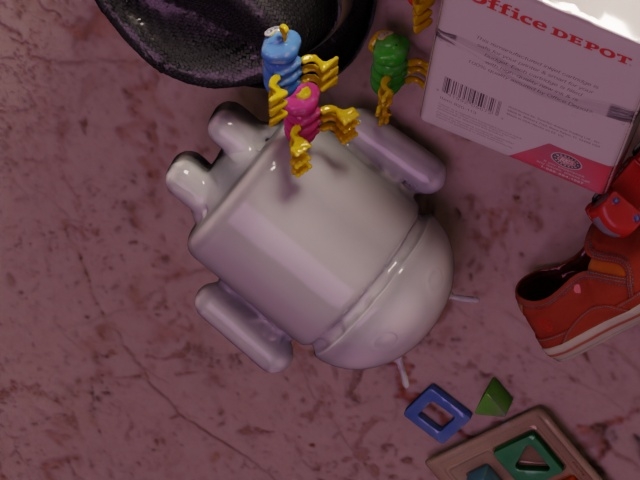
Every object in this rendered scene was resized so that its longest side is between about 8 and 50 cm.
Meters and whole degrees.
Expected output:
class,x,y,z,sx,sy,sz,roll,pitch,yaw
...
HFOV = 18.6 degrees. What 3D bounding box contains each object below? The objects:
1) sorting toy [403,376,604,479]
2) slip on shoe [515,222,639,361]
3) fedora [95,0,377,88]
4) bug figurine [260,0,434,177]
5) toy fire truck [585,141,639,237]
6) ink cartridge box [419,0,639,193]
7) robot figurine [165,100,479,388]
class,x,y,z,sx,sy,sz,roll,pitch,yaw
sorting toy,0.242,0.303,2.318,0.196,0.047,0.348,-30,109,37
slip on shoe,0.324,0.017,2.030,0.101,0.123,0.331,46,134,-7
fedora,-0.115,-0.260,1.997,0.334,0.152,0.334,12,128,16
bug figurine,0.031,-0.186,1.951,0.072,0.279,0.216,43,151,25
toy fire truck,0.344,-0.078,1.922,0.047,0.135,0.192,40,94,-6
ink cartridge box,0.221,-0.187,1.853,0.207,0.117,0.283,24,155,8
robot figurine,0.000,0.000,2.106,0.353,0.200,0.300,40,102,-6
